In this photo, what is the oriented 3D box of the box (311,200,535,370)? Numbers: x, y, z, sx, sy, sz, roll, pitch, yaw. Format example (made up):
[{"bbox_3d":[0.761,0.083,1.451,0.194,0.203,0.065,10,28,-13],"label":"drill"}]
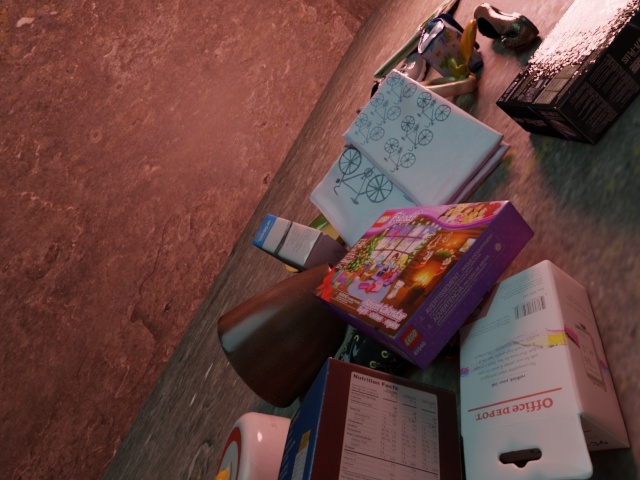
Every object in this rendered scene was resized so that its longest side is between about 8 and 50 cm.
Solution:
[{"bbox_3d":[0.111,0.039,0.569,0.201,0.057,0.293,-46,14,-11],"label":"box"}]

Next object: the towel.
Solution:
[{"bbox_3d":[0.316,-0.673,1.346,0.325,0.038,0.248,-55,13,-30],"label":"towel"}]

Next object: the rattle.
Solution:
[{"bbox_3d":[0.229,-0.367,0.890,0.199,0.143,0.130,5,48,29],"label":"rattle"}]

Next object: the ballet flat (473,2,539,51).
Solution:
[{"bbox_3d":[0.371,-0.443,0.866,0.058,0.084,0.250,-48,26,24],"label":"ballet flat"}]

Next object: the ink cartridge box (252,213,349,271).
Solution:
[{"bbox_3d":[-0.034,0.025,0.930,0.203,0.148,0.086,20,78,48],"label":"ink cartridge box"}]

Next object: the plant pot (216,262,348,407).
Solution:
[{"bbox_3d":[-0.038,0.157,0.789,0.230,0.215,0.215,-40,20,5],"label":"plant pot"}]

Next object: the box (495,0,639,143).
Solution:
[{"bbox_3d":[0.356,-0.234,0.553,0.180,0.077,0.147,-54,18,12],"label":"box"}]

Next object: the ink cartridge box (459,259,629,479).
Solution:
[{"bbox_3d":[0.197,0.130,0.387,0.115,0.067,0.198,-41,23,43],"label":"ink cartridge box"}]

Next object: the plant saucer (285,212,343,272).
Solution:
[{"bbox_3d":[0.000,0.000,1.119,0.241,0.037,0.241,-40,22,20],"label":"plant saucer"}]

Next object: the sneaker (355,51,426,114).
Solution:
[{"bbox_3d":[0.214,-0.457,1.224,0.281,0.115,0.105,-58,18,-9],"label":"sneaker"}]

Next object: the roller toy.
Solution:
[{"bbox_3d":[-0.076,0.348,0.566,0.191,0.146,0.209,125,157,-45],"label":"roller toy"}]

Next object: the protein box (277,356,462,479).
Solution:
[{"bbox_3d":[0.030,0.262,0.402,0.200,0.135,0.201,111,175,-46],"label":"protein box"}]

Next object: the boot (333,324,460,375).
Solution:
[{"bbox_3d":[0.098,0.166,0.564,0.178,0.085,0.236,-28,36,52],"label":"boot"}]

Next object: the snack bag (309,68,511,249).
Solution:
[{"bbox_3d":[0.130,-0.130,0.804,0.342,0.037,0.323,-52,49,19],"label":"snack bag"}]

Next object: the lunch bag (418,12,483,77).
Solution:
[{"bbox_3d":[0.303,-0.454,0.969,0.096,0.128,0.151,-43,21,34],"label":"lunch bag"}]
